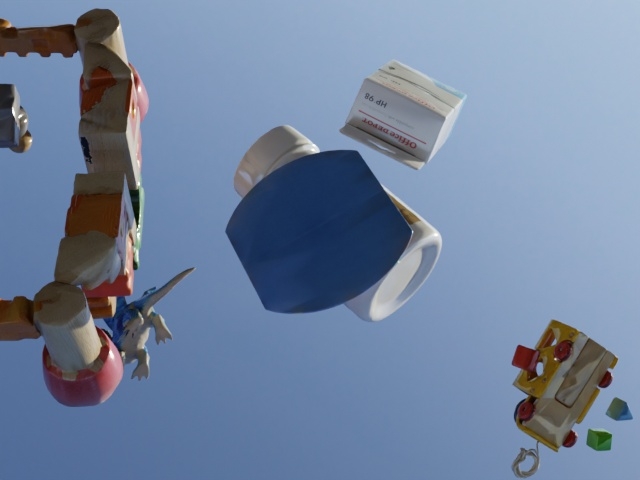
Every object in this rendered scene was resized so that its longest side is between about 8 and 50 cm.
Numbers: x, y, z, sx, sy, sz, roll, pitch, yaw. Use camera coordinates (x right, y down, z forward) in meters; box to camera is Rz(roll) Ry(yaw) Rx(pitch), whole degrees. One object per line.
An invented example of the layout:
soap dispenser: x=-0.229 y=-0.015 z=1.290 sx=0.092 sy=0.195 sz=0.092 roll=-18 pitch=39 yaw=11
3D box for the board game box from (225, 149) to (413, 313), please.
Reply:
board game box: x=0.000 y=0.000 z=1.039 sx=0.133 sy=0.033 sz=0.169 roll=-30 pitch=-133 yaw=-2

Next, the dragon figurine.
dragon figurine: x=-0.296 y=0.119 z=1.961 sx=0.085 sy=0.289 sz=0.144 roll=7 pitch=-145 yaw=-31

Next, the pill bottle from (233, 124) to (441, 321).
pill bottle: x=0.014 y=-0.026 z=1.422 sx=0.229 sy=0.131 sz=0.131 roll=41 pitch=-138 yaw=22

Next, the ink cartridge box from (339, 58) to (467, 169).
ink cartridge box: x=0.097 y=-0.146 z=1.423 sx=0.104 sy=0.060 sz=0.180 roll=27 pitch=-158 yaw=7

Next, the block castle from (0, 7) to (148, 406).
block castle: x=-0.354 y=-0.038 z=1.408 sx=0.303 sy=0.213 sz=0.453 roll=0 pitch=-123 yaw=0

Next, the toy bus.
toy bus: x=0.330 y=0.214 z=1.796 sx=0.202 sy=0.191 sz=0.104 roll=-14 pitch=-165 yaw=-18
